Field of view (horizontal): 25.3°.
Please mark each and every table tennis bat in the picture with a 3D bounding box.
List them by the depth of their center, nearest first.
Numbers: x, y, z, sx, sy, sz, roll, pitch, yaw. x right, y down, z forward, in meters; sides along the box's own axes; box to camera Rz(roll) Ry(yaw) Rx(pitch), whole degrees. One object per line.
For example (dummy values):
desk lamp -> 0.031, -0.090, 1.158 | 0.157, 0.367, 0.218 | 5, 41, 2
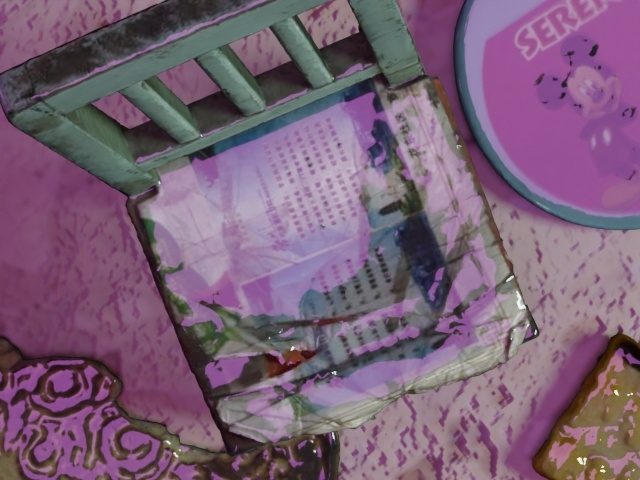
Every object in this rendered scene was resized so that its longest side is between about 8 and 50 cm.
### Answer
table tennis bat -> 0.118, -0.119, 0.667 | 0.153, 0.040, 0.244 | -32, 96, 7

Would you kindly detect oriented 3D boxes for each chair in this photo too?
chair -> 0.000, 0.000, 0.561 | 0.136, 0.270, 0.147 | -22, 84, 5

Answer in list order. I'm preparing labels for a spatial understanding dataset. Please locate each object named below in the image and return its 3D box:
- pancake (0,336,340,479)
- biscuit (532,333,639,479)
pancake -> -0.094, 0.109, 0.710 | 0.184, 0.020, 0.190 | -41, 92, 7
biscuit -> 0.156, 0.098, 0.688 | 0.083, 0.018, 0.081 | 31, 97, 2
